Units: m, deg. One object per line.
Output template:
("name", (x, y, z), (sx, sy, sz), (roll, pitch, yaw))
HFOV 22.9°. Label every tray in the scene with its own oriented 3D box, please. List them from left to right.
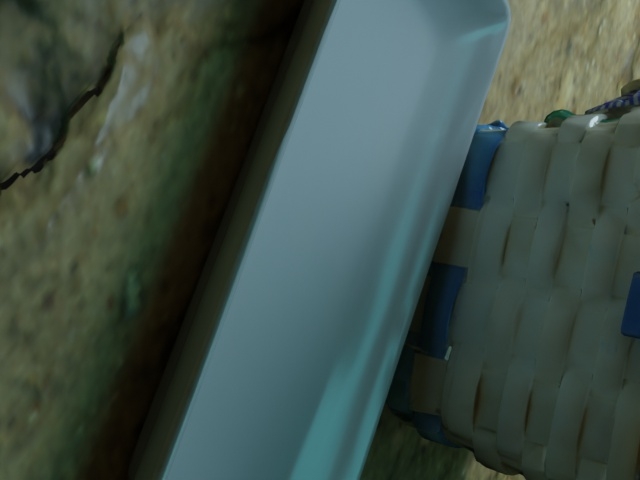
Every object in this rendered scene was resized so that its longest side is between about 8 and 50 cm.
("tray", (0.000, 0.000, 0.566), (0.145, 0.030, 0.270), (46, 60, -60))

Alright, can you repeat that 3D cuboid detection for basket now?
("basket", (0.191, 0.040, 0.666), (0.255, 0.289, 0.201), (18, 88, -66))
